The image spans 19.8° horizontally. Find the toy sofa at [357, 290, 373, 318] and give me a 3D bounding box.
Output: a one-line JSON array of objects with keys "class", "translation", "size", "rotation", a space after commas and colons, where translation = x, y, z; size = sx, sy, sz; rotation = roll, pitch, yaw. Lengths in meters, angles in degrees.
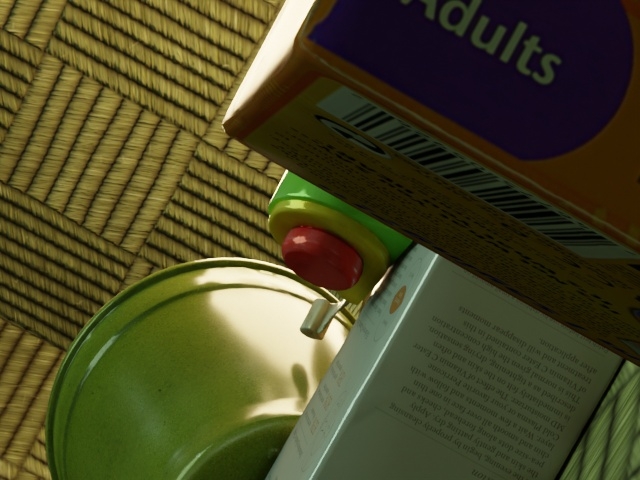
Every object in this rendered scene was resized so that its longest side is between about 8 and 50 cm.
[{"class": "toy sofa", "translation": [0.138, 0.022, 1.789], "size": [0.362, 0.177, 0.150], "rotation": [-74, 0, -65]}]

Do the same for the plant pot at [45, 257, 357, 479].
[{"class": "plant pot", "translation": [-0.064, 0.232, 1.752], "size": [0.366, 0.366, 0.353], "rotation": [-61, 18, 4]}]

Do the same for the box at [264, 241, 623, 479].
[{"class": "box", "translation": [0.084, 0.155, 1.455], "size": [0.345, 0.168, 0.215], "rotation": [-60, 6, 2]}]

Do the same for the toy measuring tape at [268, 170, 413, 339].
[{"class": "toy measuring tape", "translation": [0.000, 0.000, 1.549], "size": [0.121, 0.121, 0.330], "rotation": [-63, 4, -24]}]

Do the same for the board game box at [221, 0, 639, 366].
[{"class": "board game box", "translation": [0.211, -0.115, 0.637], "size": [0.356, 0.356, 0.356], "rotation": [-61, 6, -3]}]
